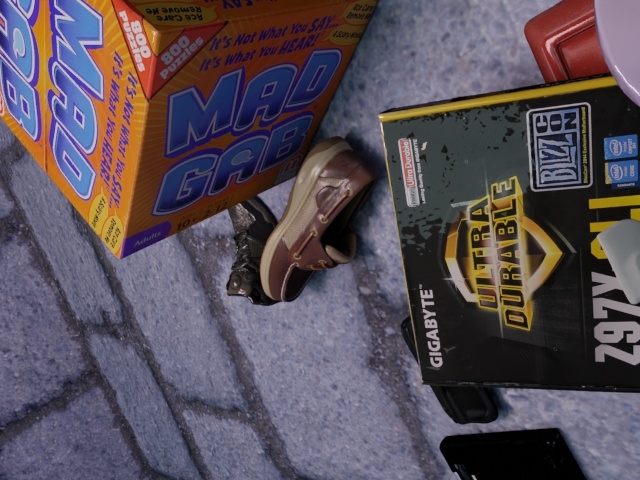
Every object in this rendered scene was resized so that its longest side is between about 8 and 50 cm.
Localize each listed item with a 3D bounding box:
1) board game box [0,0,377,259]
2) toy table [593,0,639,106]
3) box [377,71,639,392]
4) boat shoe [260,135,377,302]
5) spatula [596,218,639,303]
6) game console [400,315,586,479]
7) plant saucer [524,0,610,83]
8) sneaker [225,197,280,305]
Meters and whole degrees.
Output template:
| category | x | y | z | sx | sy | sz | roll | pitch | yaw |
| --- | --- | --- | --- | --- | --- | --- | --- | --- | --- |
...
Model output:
| category | x | y | z | sx | sy | sz | roll | pitch | yaw |
| --- | --- | --- | --- | --- | --- | --- | --- | --- | --- |
| board game box | -0.213 | -0.269 | 0.757 | 0.356 | 0.356 | 0.357 | 46 | 137 | 14 |
| toy table | 0.286 | -0.234 | 0.362 | 0.252 | 0.160 | 0.275 | -3 | 85 | 25 |
| box | 0.215 | 0.003 | 0.574 | 0.256 | 0.079 | 0.322 | -4 | 109 | 21 |
| boat shoe | 0.000 | 0.000 | 0.893 | 0.123 | 0.123 | 0.342 | 40 | 128 | 20 |
| spatula | 0.372 | 0.035 | 0.505 | 0.242 | 0.168 | 0.019 | 52 | 177 | -20 |
| game console | 0.253 | 0.272 | 0.862 | 0.213 | 0.044 | 0.362 | -27 | 94 | 47 |
| plant saucer | 0.350 | -0.149 | 0.516 | 0.258 | 0.047 | 0.259 | -20 | 99 | 48 |
| sneaker | -0.136 | 0.024 | 1.030 | 0.087 | 0.130 | 0.228 | -17 | 99 | 46 |
